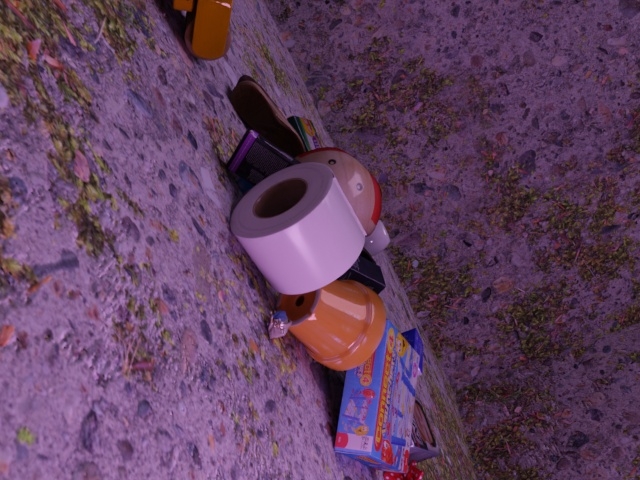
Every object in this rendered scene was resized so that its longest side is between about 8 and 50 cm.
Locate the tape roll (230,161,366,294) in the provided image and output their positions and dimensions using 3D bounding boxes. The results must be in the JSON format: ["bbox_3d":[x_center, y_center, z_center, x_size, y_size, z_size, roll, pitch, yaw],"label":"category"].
[{"bbox_3d":[-0.048,-0.029,1.342,0.169,0.246,0.246,58,14,-32],"label":"tape roll"}]

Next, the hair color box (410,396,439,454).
[{"bbox_3d":[0.230,0.536,1.818,0.374,0.114,0.185,47,22,-61],"label":"hair color box"}]

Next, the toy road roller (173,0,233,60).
[{"bbox_3d":[-0.325,-0.623,1.517,0.202,0.241,0.329,-102,-159,-48],"label":"toy road roller"}]

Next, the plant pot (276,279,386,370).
[{"bbox_3d":[0.009,0.163,1.398,0.188,0.205,0.205,35,30,-40],"label":"plant pot"}]

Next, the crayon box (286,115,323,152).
[{"bbox_3d":[-0.040,-0.269,2.219,0.313,0.106,0.363,66,11,-4],"label":"crayon box"}]

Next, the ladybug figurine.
[{"bbox_3d":[0.055,-0.149,1.771,0.305,0.162,0.449,41,3,-1],"label":"ladybug figurine"}]

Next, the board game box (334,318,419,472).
[{"bbox_3d":[0.147,0.378,1.512,0.302,0.086,0.308,49,46,-56],"label":"board game box"}]

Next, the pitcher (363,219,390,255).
[{"bbox_3d":[0.133,-0.007,2.232,0.125,0.207,0.177,60,12,-32],"label":"pitcher"}]

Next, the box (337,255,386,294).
[{"bbox_3d":[0.057,0.114,1.627,0.158,0.156,0.093,28,27,-22],"label":"box"}]

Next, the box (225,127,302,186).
[{"bbox_3d":[-0.123,-0.166,1.434,0.162,0.116,0.029,35,38,-6],"label":"box"}]

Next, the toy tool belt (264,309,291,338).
[{"bbox_3d":[-0.086,0.161,1.275,0.083,0.052,0.051,-65,139,-76],"label":"toy tool belt"}]

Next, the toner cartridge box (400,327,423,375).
[{"bbox_3d":[0.253,0.389,2.092,0.075,0.165,0.348,66,12,-1],"label":"toner cartridge box"}]

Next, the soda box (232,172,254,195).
[{"bbox_3d":[-0.141,-0.111,1.525,0.210,0.067,0.071,63,12,-14],"label":"soda box"}]

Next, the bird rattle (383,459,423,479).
[{"bbox_3d":[0.255,0.707,1.687,0.253,0.143,0.207,55,-3,12],"label":"bird rattle"}]

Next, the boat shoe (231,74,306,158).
[{"bbox_3d":[-0.144,-0.338,1.860,0.342,0.123,0.123,52,18,-31],"label":"boat shoe"}]

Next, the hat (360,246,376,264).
[{"bbox_3d":[0.000,0.000,1.746,0.331,0.134,0.331,42,2,-2],"label":"hat"}]
